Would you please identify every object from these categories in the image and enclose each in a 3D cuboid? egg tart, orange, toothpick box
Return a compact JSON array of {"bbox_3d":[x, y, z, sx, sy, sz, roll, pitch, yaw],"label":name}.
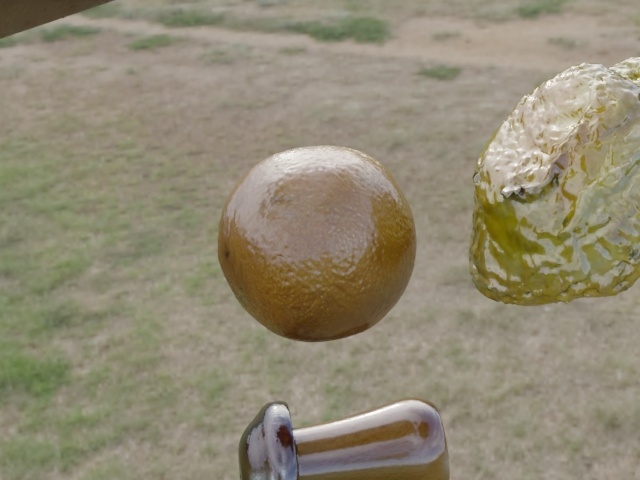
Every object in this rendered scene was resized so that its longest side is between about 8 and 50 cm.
[{"bbox_3d":[0.302,-0.079,1.255,0.352,0.153,0.339,-37,28,17],"label":"egg tart"},{"bbox_3d":[0.000,0.000,1.342,0.264,0.264,0.264,-3,25,2],"label":"orange"},{"bbox_3d":[0.028,0.316,1.538,0.295,0.192,0.192,-7,25,-6],"label":"toothpick box"}]

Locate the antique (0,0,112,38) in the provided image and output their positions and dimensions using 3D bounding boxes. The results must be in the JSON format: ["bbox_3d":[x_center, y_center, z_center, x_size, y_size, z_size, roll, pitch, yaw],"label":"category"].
[{"bbox_3d":[-0.282,-0.308,1.160,0.310,0.087,0.093,-29,74,-30],"label":"antique"}]
